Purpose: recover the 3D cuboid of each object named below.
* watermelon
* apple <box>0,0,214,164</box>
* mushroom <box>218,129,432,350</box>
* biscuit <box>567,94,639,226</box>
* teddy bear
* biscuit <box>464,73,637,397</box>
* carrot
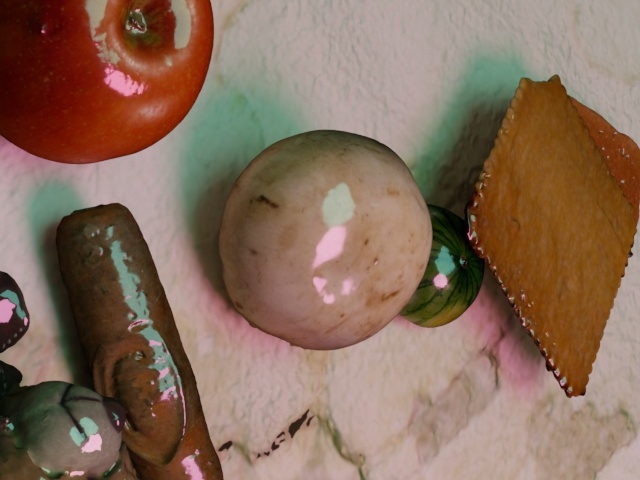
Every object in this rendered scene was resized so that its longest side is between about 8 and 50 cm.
[{"bbox_3d":[0.096,0.017,1.292,0.105,0.062,0.105,16,66,-41],"label":"watermelon"},{"bbox_3d":[-0.146,-0.130,1.007,0.163,0.139,0.163,15,70,-47],"label":"apple"},{"bbox_3d":[0.000,0.000,1.152,0.166,0.127,0.166,-8,105,-32],"label":"mushroom"},{"bbox_3d":[0.231,-0.034,1.467,0.192,0.036,0.186,26,65,-42],"label":"biscuit"},{"bbox_3d":[-0.195,0.126,0.891,0.256,0.156,0.267,35,28,-32],"label":"teddy bear"},{"bbox_3d":[0.206,-0.015,1.382,0.232,0.013,0.237,55,43,-31],"label":"biscuit"},{"bbox_3d":[-0.099,0.138,1.057,0.070,0.070,0.342,-30,105,-46],"label":"carrot"}]
